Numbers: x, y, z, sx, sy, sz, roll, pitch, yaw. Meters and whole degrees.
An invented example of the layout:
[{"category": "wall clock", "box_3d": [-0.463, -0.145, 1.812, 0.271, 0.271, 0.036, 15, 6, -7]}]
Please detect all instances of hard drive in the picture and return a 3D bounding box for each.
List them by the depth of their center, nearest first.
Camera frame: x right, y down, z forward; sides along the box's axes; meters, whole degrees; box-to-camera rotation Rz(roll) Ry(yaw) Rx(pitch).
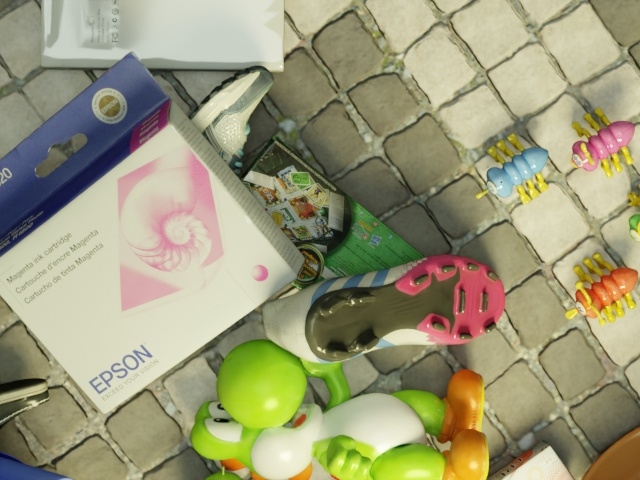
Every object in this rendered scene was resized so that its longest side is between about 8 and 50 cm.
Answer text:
[{"category": "hard drive", "box_3d": [-0.200, -0.319, 1.686, 0.308, 0.040, 0.203, 1, 89, -1]}]

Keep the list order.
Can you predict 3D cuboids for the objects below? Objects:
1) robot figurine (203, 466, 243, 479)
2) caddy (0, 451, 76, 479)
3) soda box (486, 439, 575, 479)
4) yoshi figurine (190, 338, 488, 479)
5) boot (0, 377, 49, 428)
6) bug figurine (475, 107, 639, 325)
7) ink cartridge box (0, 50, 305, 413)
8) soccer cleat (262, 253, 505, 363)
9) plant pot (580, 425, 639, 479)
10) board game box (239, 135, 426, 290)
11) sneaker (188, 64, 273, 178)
[{"category": "robot figurine", "box_3d": [-0.120, 0.337, 1.648, 0.067, 0.101, 0.115, 0, 129, 2]}, {"category": "caddy", "box_3d": [-0.379, 0.417, 1.560, 0.179, 0.241, 0.341, 3, 111, 38]}, {"category": "soda box", "box_3d": [0.231, 0.331, 1.672, 0.183, 0.058, 0.063, -35, 90, -1]}, {"category": "yoshi figurine", "box_3d": [0.021, 0.209, 1.613, 0.362, 0.203, 0.202, 3, 81, 1]}, {"category": "boot", "box_3d": [-0.426, 0.288, 1.659, 0.236, 0.085, 0.178, -23, 94, -1]}, {"category": "bug figurine", "box_3d": [0.344, -0.041, 1.671, 0.216, 0.072, 0.279, -37, 89, -1]}, {"category": "ink cartridge box", "box_3d": [-0.244, -0.001, 1.592, 0.324, 0.071, 0.330, -36, 101, 20]}, {"category": "soccer cleat", "box_3d": [0.078, 0.076, 1.622, 0.331, 0.143, 0.116, -6, 98, -38]}, {"category": "plant pot", "box_3d": [0.475, 0.356, 1.581, 0.291, 0.291, 0.203, -31, 107, -1]}, {"category": "board game box", "box_3d": [0.000, 0.000, 1.652, 0.260, 0.030, 0.136, 39, 87, -17]}, {"category": "sneaker", "box_3d": [-0.138, -0.093, 1.663, 0.122, 0.110, 0.283, 38, 98, -8]}]
